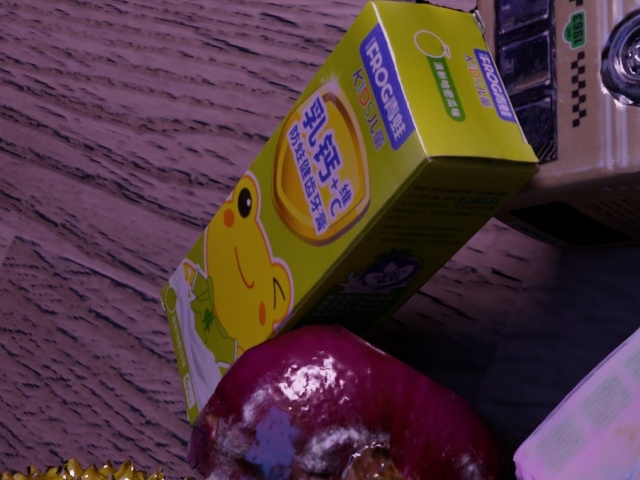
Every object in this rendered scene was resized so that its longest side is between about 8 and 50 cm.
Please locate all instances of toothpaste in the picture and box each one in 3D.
[{"bbox_3d":[0.000,0.000,0.782,0.327,0.077,0.110,-50,46,46],"label":"toothpaste"}]

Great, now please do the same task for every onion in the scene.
[{"bbox_3d":[0.017,0.132,0.763,0.140,0.195,0.218,-56,9,-3],"label":"onion"}]

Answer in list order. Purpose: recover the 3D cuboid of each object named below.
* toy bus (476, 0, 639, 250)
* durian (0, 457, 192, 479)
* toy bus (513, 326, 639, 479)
[{"bbox_3d":[0.173,-0.145,0.755,0.157,0.139,0.289,-12,69,39],"label":"toy bus"},{"bbox_3d":[-0.178,0.255,0.800,0.293,0.258,0.258,-27,58,21],"label":"durian"},{"bbox_3d":[0.228,0.067,0.658,0.274,0.090,0.112,-47,45,12],"label":"toy bus"}]
